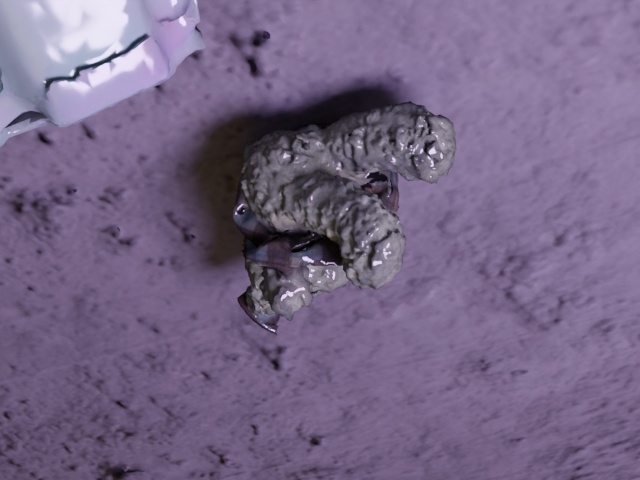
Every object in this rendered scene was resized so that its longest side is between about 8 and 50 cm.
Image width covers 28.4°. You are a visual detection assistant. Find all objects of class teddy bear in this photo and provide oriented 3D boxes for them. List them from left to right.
[{"bbox_3d":[-0.014,-0.014,0.796,0.111,0.133,0.213,35,150,-9],"label":"teddy bear"}]

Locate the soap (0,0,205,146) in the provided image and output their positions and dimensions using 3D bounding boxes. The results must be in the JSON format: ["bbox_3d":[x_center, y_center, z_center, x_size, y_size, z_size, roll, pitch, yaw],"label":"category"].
[{"bbox_3d":[-0.180,-0.220,0.306,0.261,0.156,0.446,-30,129,-10],"label":"soap"}]
